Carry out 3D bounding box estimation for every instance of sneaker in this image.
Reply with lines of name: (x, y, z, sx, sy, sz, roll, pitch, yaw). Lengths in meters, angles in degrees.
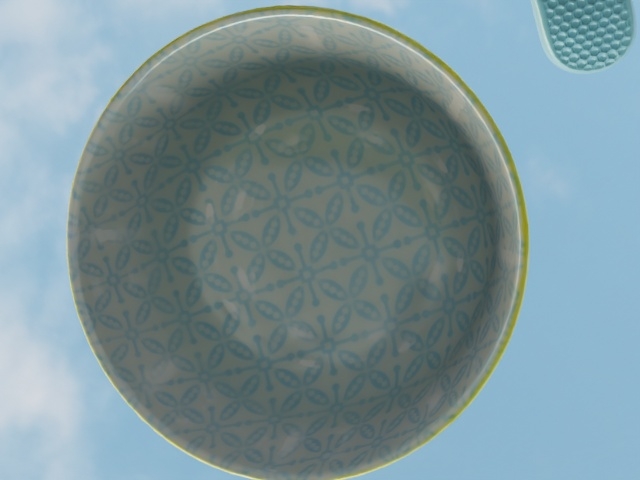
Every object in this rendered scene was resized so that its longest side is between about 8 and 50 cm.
sneaker: (0.242, -0.351, 1.258, 0.127, 0.319, 0.208, -10, -147, 10)

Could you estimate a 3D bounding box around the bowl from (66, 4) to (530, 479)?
bowl: (0.000, 0.000, 0.792, 0.290, 0.156, 0.289, 1, -86, 17)
